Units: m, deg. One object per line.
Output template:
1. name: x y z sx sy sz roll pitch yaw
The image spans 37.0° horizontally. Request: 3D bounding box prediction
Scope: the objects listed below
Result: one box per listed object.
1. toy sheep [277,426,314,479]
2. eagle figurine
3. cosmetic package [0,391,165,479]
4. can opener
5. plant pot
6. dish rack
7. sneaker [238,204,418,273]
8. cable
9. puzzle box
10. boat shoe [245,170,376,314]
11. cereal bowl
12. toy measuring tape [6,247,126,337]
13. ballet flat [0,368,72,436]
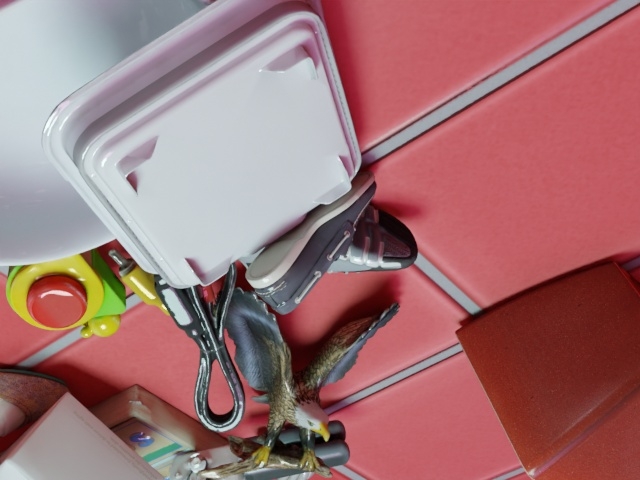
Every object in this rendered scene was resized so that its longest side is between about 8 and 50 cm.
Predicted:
1. toy sheep: -0.047 0.345 1.521 0.132 0.091 0.091 24 132 -6
2. eagle figurine: -0.028 0.187 1.311 0.226 0.225 0.298 -17 120 -53
3. cosmetic package: -0.415 0.401 1.363 0.197 0.155 0.365 45 123 -8
4. can opener: -0.094 0.338 1.450 0.280 0.074 0.093 -15 135 2
5. plant pot: 0.388 0.191 1.293 0.236 0.267 0.267 -42 128 17
6. dish rack: -0.084 -0.080 0.939 0.285 0.072 0.333 -35 153 -7
7. sneaker: -0.003 0.016 1.178 0.229 0.086 0.132 12 140 -5
8. cable: -0.143 0.102 1.199 0.139 0.072 0.287 -23 116 2
9. puzzle box: -0.358 0.384 1.551 0.409 0.052 0.272 -28 133 23
10. boat shoe: 0.000 0.000 1.081 0.075 0.206 0.065 2 130 50
11. cereal bowl: -0.247 -0.140 0.882 0.339 0.141 0.339 -26 149 -17
12. toy measuring tape: -0.340 0.005 1.100 0.121 0.121 0.330 -20 128 14
13. ballet flat: -0.509 0.234 1.328 0.316 0.106 0.107 9 136 -17
